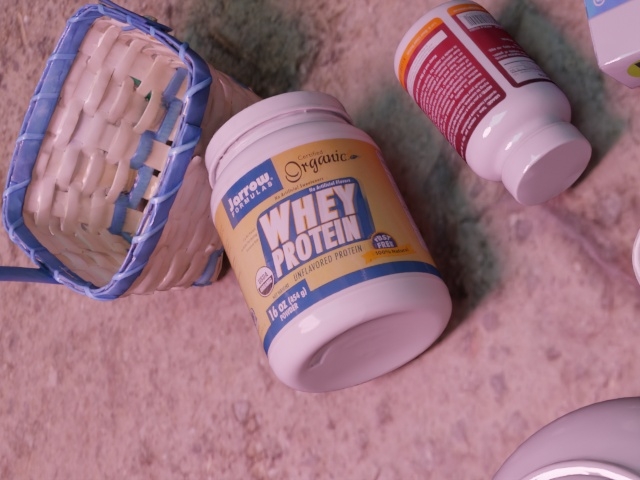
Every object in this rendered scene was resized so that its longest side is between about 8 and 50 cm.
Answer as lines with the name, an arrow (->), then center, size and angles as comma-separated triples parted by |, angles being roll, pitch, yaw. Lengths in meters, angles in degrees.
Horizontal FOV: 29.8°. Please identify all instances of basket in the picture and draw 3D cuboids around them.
basket -> -0.193, -0.073, 0.999 | 0.201, 0.289, 0.254 | 28, 97, 34

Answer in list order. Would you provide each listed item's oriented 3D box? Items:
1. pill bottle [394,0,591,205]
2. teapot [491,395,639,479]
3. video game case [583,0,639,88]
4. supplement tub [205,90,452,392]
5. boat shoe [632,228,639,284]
pill bottle -> 0.126, -0.099, 0.878 | 0.086, 0.086, 0.152 | -49, 55, 22
teapot -> 0.175, 0.210, 0.717 | 0.253, 0.187, 0.256 | 24, 98, 40
video game case -> 0.279, -0.271, 0.802 | 0.244, 0.061, 0.269 | -20, 69, 34
supplement tub -> 0.000, 0.000, 0.924 | 0.144, 0.144, 0.199 | -39, 60, 27
boat shoe -> 0.312, -0.073, 0.718 | 0.302, 0.091, 0.114 | -42, 78, 24
